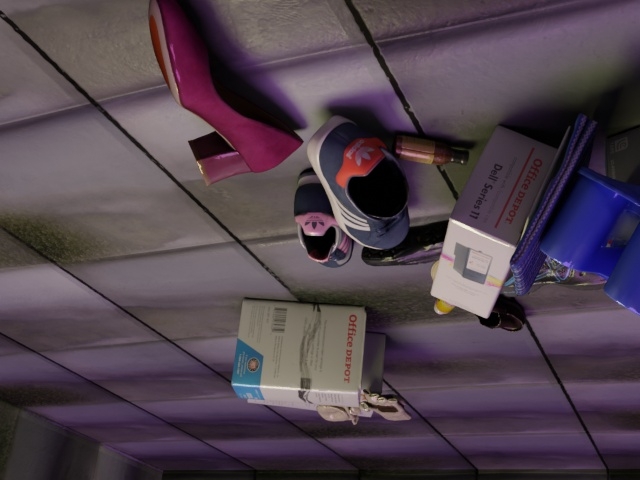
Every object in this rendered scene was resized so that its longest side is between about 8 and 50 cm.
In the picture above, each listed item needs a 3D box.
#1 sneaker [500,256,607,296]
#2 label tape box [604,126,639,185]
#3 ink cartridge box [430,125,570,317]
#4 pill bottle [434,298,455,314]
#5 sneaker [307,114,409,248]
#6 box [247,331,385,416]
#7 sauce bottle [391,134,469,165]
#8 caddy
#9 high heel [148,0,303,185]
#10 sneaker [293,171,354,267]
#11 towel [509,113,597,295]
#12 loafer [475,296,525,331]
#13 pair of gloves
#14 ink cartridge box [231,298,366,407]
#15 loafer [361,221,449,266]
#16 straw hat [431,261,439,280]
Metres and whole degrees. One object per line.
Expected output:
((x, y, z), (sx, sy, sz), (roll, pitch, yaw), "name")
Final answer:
((0.451, 0.023, 1.620), (0.340, 0.125, 0.139), (-18, 139, 35), "sneaker")
((0.660, -0.112, 1.328), (0.347, 0.115, 0.249), (-17, 144, 41), "label tape box")
((0.291, -0.041, 1.422), (0.119, 0.207, 0.353), (24, 154, 12), "ink cartridge box")
((0.289, 0.141, 1.962), (0.043, 0.043, 0.083), (12, 152, -10), "pill bottle")
((0.100, -0.063, 1.466), (0.148, 0.131, 0.350), (37, 173, 36), "sneaker")
((-0.014, 0.342, 2.276), (0.345, 0.168, 0.215), (7, 152, -1), "box")
((0.184, -0.147, 1.436), (0.128, 0.042, 0.042), (11, 152, -6), "sauce bottle")
((0.472, 0.005, 1.207), (0.341, 0.179, 0.241), (17, -163, -49), "caddy")
((-0.139, -0.242, 1.305), (0.181, 0.127, 0.377), (-22, 148, -7), "high heel")
((0.000, 0.000, 1.660), (0.112, 0.131, 0.319), (0, 152, 11), "sneaker")
((0.353, -0.041, 1.331), (0.040, 0.243, 0.336), (27, 177, 18), "towel")
((0.393, 0.171, 1.960), (0.080, 0.078, 0.220), (-20, 142, 40), "loafer")
((0.101, 0.431, 2.196), (0.240, 0.042, 0.204), (-2, 150, 15), "pair of gloves")
((-0.046, 0.276, 2.097), (0.307, 0.223, 0.129), (3, 153, 5), "ink cartridge box")
((0.190, 0.020, 1.717), (0.223, 0.076, 0.078), (-12, 140, 24), "loafer")
((0.298, 0.098, 1.823), (0.144, 0.061, 0.144), (12, 140, 10), "straw hat")
